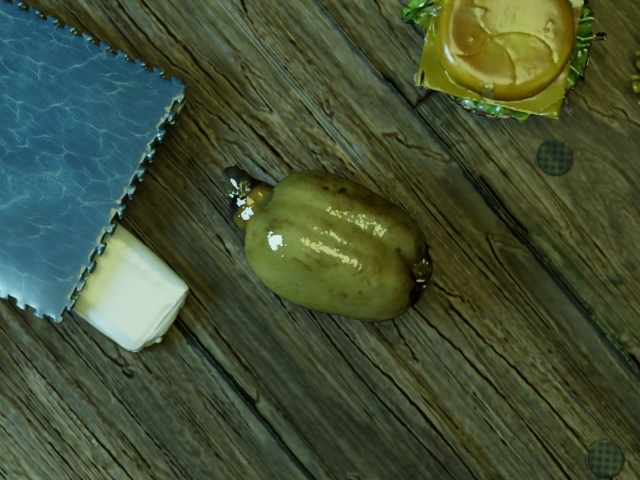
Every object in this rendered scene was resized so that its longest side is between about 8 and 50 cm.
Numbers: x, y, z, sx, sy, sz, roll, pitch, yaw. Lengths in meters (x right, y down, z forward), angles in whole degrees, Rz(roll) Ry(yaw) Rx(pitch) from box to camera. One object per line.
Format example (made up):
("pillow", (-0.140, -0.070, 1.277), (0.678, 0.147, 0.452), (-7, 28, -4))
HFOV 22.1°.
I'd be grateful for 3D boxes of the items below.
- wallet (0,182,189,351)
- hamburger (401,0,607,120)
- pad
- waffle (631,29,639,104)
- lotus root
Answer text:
("wallet", (-0.217, 0.026, 1.583), (0.190, 0.033, 0.095), (41, 88, 3))
("hamburger", (0.171, -0.194, 1.574), (0.189, 0.093, 0.164), (25, 84, 0))
("pad", (-0.298, -0.090, 1.580), (0.269, 0.012, 0.269), (25, 85, 11))
("waffle", (0.405, -0.158, 1.584), (0.197, 0.070, 0.193), (-34, 87, -3))
("lotus root", (0.000, 0.000, 1.547), (0.221, 0.118, 0.125), (22, 53, 4))
